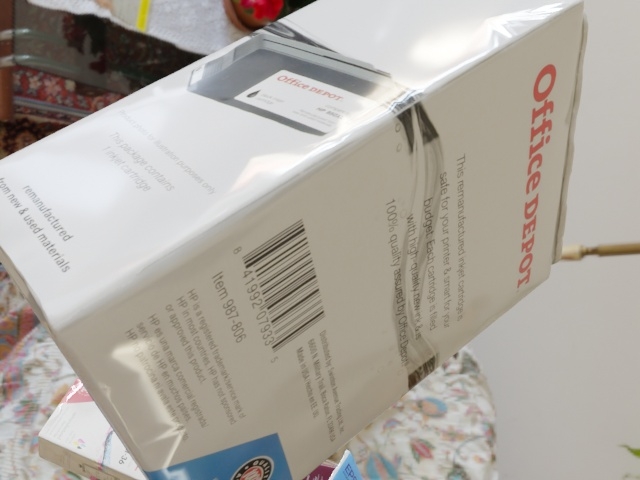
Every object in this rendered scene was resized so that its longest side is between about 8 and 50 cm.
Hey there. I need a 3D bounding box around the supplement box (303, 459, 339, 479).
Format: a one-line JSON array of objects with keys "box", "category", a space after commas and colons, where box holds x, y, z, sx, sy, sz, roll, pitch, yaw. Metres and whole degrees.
[{"box": [-0.049, 0.386, 1.148, 0.188, 0.104, 0.081, 22, 75, -28], "category": "supplement box"}]

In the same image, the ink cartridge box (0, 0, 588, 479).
[{"box": [0.000, 0.000, 0.539, 0.394, 0.166, 0.286, -33, 139, -21], "category": "ink cartridge box"}]

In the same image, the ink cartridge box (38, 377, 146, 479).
[{"box": [-0.268, 0.275, 0.976, 0.115, 0.198, 0.067, -67, 180, -45], "category": "ink cartridge box"}]

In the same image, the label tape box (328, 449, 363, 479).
[{"box": [-0.059, 0.439, 0.806, 0.347, 0.115, 0.249, -41, 119, -42], "category": "label tape box"}]
